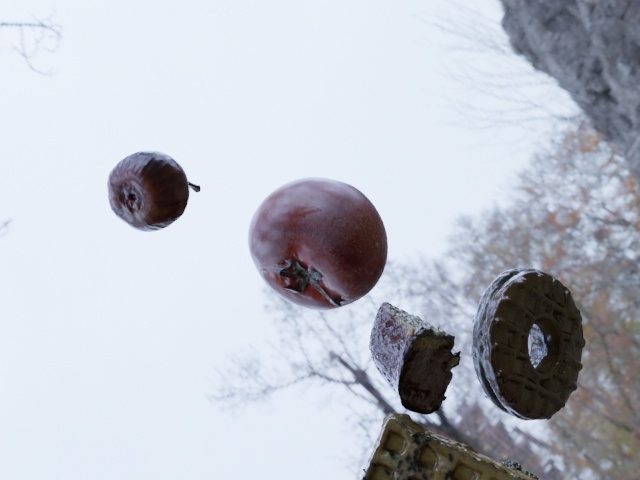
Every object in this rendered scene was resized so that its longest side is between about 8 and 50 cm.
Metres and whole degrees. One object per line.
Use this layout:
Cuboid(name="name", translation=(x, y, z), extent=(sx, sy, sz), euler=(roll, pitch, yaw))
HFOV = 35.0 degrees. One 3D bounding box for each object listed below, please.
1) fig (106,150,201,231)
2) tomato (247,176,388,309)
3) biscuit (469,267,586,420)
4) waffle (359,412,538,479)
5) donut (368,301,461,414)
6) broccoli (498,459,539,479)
Cuboid(name="fig", translation=(-0.242, -0.079, 1.521), extent=(0.150, 0.128, 0.128), euler=(-23, -45, -20))
Cuboid(name="tomato", translation=(0.000, 0.000, 1.938), extent=(0.270, 0.270, 0.227), euler=(78, -154, -45))
Cuboid(name="biscuit", translation=(0.444, 0.218, 2.157), extent=(0.332, 0.103, 0.332), euler=(4, -96, -40))
Cuboid(name="waffle", translation=(0.225, 0.454, 1.587), extent=(0.261, 0.376, 0.114), euler=(-64, -8, -5))
Cuboid(name="donut", translation=(0.139, 0.185, 1.620), extent=(0.187, 0.126, 0.144), euler=(27, -79, -47))
Cuboid(name="broccoli", translation=(0.309, 0.578, 1.879), extent=(0.283, 0.303, 0.321), euler=(27, -57, -15))
